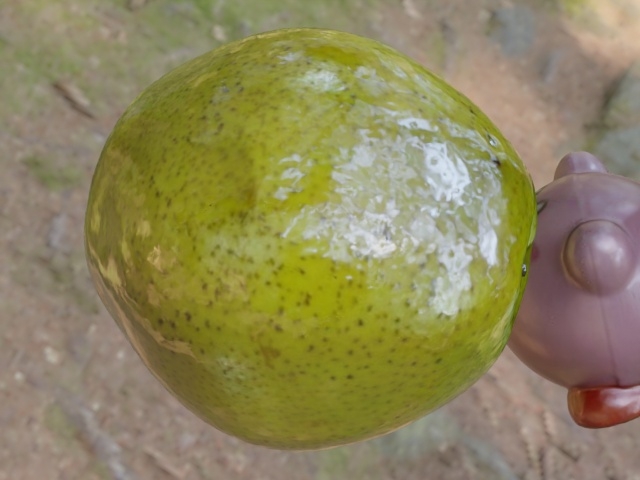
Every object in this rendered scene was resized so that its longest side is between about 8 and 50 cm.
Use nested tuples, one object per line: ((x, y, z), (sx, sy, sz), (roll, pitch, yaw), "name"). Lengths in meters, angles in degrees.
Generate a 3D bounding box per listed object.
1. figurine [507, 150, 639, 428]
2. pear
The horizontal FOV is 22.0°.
((0.208, 0.031, 1.245), (0.173, 0.173, 0.173), (28, 19, -10), "figurine")
((0.000, 0.000, 1.065), (0.294, 0.294, 0.294), (28, 19, -10), "pear")
